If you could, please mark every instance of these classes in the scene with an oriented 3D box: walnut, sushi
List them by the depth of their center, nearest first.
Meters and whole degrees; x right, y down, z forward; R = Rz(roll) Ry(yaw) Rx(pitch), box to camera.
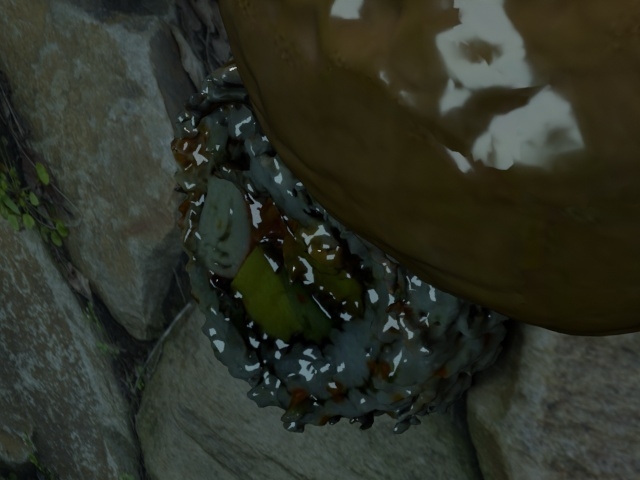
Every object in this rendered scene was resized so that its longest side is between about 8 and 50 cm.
[{"bbox_3d":[0.135,-0.131,0.677,0.398,0.354,0.308,45,176,47],"label":"walnut"},{"bbox_3d":[0.001,0.004,1.281,0.417,0.176,0.418,30,134,38],"label":"sushi"}]
